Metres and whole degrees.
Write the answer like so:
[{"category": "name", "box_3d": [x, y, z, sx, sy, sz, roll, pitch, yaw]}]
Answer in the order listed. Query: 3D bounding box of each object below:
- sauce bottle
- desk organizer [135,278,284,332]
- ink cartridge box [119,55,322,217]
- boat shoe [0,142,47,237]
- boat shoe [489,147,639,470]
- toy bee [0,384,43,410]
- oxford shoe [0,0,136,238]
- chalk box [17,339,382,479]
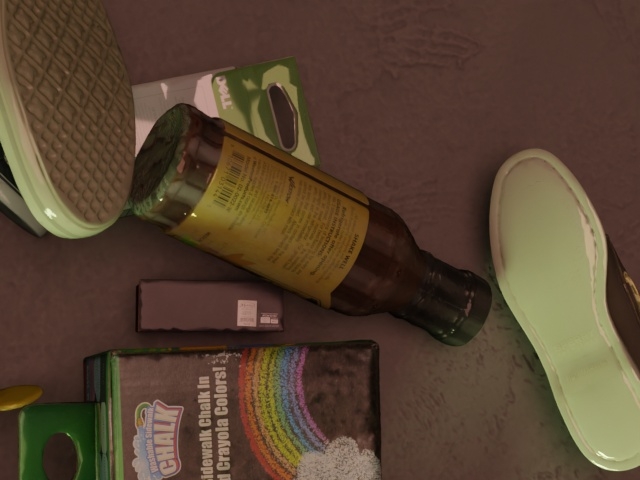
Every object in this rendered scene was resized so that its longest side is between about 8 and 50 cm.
[{"category": "sauce bottle", "box_3d": [0.000, 0.000, 1.341, 0.344, 0.111, 0.111, 27, 78, -24]}, {"category": "desk organizer", "box_3d": [-0.101, 0.060, 1.376, 0.130, 0.050, 0.047, 1, 83, -12]}, {"category": "ink cartridge box", "box_3d": [-0.116, -0.092, 1.387, 0.209, 0.062, 0.109, -13, 86, -13]}, {"category": "boat shoe", "box_3d": [-0.285, -0.092, 1.351, 0.083, 0.065, 0.183, -44, 92, -14]}, {"category": "boat shoe", "box_3d": [0.242, 0.061, 1.427, 0.109, 0.091, 0.305, -22, 84, 24]}, {"category": "toy bee", "box_3d": [-0.314, 0.173, 1.263, 0.195, 0.162, 0.298, -34, 90, -15]}, {"category": "oxford shoe", "box_3d": [-0.278, -0.197, 1.305, 0.130, 0.169, 0.449, -29, 74, 24]}, {"category": "chalk box", "box_3d": [-0.109, 0.178, 1.287, 0.289, 0.179, 0.180, 0, 84, -14]}]
